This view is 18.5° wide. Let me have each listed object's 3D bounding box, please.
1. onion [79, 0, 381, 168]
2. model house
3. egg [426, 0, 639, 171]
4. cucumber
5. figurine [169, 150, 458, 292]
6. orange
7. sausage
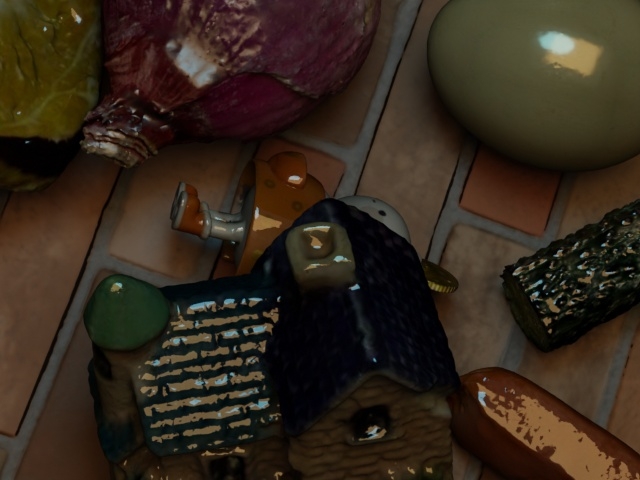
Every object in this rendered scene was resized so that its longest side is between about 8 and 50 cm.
[{"bbox_3d":[-0.081,-0.208,1.766,0.267,0.159,0.348,35,51,-8],"label":"onion"},{"bbox_3d":[-0.043,0.112,1.646,0.298,0.284,0.243,-9,47,-7],"label":"model house"},{"bbox_3d":[0.218,-0.160,1.835,0.242,0.186,0.186,13,74,5],"label":"egg"},{"bbox_3d":[0.344,-0.009,1.858,0.359,0.096,0.096,-26,80,-13],"label":"cucumber"},{"bbox_3d":[-0.006,0.008,1.795,0.271,0.143,0.143,29,73,-16],"label":"figurine"},{"bbox_3d":[-0.348,-0.209,1.739,0.368,0.210,0.271,49,50,-34],"label":"orange"},{"bbox_3d":[0.257,0.226,1.785,0.348,0.097,0.094,38,64,4],"label":"sausage"}]
